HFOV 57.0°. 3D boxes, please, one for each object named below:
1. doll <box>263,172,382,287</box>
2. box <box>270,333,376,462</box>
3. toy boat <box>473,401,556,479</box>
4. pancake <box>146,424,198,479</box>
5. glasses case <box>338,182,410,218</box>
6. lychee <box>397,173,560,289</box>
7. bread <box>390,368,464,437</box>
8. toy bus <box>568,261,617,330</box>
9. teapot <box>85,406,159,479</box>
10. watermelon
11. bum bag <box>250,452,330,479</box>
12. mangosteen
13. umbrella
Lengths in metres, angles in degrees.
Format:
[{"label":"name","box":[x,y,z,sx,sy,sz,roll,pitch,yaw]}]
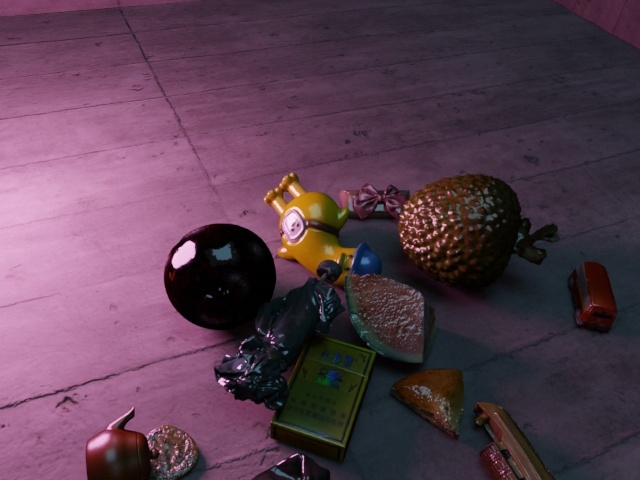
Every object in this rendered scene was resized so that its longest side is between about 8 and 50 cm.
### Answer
[{"label":"doll","box":[0.000,0.000,1.385,0.199,0.145,0.363,-43,63,6]},{"label":"box","box":[0.010,0.286,1.108,0.140,0.064,0.220,14,44,12]},{"label":"toy boat","box":[0.333,0.386,1.038,0.088,0.068,0.226,-15,47,-15]},{"label":"pancake","box":[-0.265,0.368,1.018,0.108,0.017,0.108,4,43,-3]},{"label":"glasses case","box":[0.151,-0.099,1.541,0.193,0.070,0.103,-1,44,-8]},{"label":"lychee","box":[0.340,-0.023,1.345,0.319,0.270,0.270,4,41,-20]},{"label":"bread","box":[0.235,0.291,1.142,0.154,0.054,0.136,36,47,25]},{"label":"toy bus","box":[0.627,0.120,1.357,0.079,0.077,0.174,11,43,4]},{"label":"teapot","box":[-0.317,0.362,0.954,0.116,0.116,0.173,-7,78,-14]},{"label":"watermelon","box":[0.134,0.176,1.210,0.231,0.128,0.146,20,59,-1]},{"label":"bum bag","box":[-0.115,0.451,0.909,0.326,0.080,0.142,-24,43,-25]},{"label":"mangosteen","box":[-0.206,0.059,1.221,0.228,0.228,0.265,-2,29,-10]},{"label":"umbrella","box":[-0.058,0.167,1.131,0.143,0.094,0.349,32,51,5]}]
